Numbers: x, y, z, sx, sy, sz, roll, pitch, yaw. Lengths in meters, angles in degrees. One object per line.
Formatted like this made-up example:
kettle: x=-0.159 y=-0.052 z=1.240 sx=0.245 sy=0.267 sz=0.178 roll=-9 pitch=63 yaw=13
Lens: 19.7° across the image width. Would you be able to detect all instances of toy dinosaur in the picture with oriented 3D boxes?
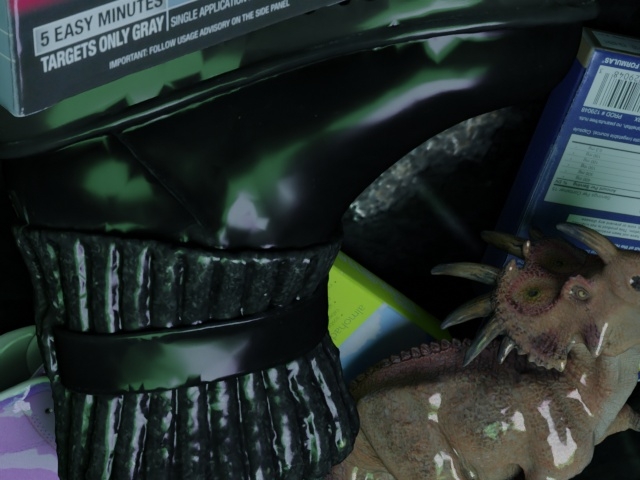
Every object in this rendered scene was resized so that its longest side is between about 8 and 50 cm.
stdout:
toy dinosaur: x=0.089 y=0.095 z=1.088 sx=0.295 sy=0.127 sz=0.200 roll=-24 pitch=118 yaw=15

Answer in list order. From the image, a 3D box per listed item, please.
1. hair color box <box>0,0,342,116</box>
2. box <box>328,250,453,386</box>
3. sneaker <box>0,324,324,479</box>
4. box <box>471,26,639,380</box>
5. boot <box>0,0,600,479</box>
hair color box: x=-0.081 y=-0.255 z=0.715 sx=0.185 sy=0.113 sz=0.374 roll=-24 pitch=132 yaw=-31
box: x=0.001 y=0.065 z=1.135 sx=0.178 sy=0.042 sz=0.109 roll=35 pitch=108 yaw=-32
sneaker: x=-0.113 y=0.126 z=1.114 sx=0.282 sy=0.102 sz=0.161 roll=-2 pitch=121 yaw=-14
box: x=0.181 y=-0.017 z=1.131 sx=0.136 sy=0.036 sz=0.225 roll=8 pitch=120 yaw=-20
boot: x=-0.001 y=-0.001 z=0.993 sx=0.348 sy=0.131 sz=0.260 roll=-14 pitch=104 yaw=6
